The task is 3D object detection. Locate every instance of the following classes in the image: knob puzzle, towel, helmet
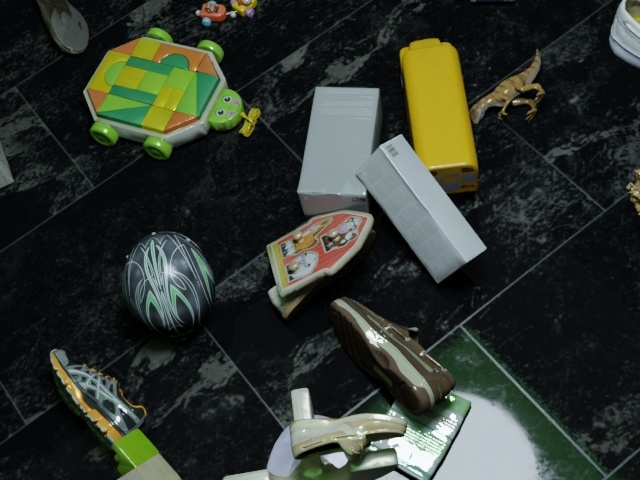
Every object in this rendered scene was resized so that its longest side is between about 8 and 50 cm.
[{"bbox_3d":[0.000,0.000,1.680,0.213,0.030,0.213,-23,30,14],"label":"knob puzzle"},{"bbox_3d":[0.156,0.295,1.562,0.113,0.023,0.152,27,65,19],"label":"towel"},{"bbox_3d":[-0.256,0.075,1.666,0.169,0.161,0.169,-4,60,6],"label":"helmet"}]

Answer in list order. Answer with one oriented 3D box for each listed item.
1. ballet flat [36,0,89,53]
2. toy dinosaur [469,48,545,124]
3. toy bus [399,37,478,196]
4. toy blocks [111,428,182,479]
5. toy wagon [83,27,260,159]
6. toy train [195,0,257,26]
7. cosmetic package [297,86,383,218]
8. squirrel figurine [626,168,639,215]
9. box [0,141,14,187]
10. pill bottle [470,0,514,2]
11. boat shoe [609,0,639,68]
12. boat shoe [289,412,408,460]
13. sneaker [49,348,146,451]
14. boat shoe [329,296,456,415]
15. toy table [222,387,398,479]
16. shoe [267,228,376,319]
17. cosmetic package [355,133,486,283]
[{"bbox_3d":[-0.559,-0.478,2.096,0.084,0.058,0.250,-10,58,-39],"label":"ballet flat"},{"bbox_3d":[0.370,-0.287,1.836,0.211,0.064,0.112,-38,61,-13],"label":"toy dinosaur"},{"bbox_3d":[0.209,-0.234,1.791,0.108,0.130,0.333,-7,60,4],"label":"toy bus"},{"bbox_3d":[-0.212,0.493,1.380,0.381,0.261,0.190,45,37,14],"label":"toy blocks"},{"bbox_3d":[-0.283,-0.284,1.930,0.344,0.068,0.267,16,64,17],"label":"toy wagon"},{"bbox_3d":[-0.189,-0.519,2.063,0.125,0.046,0.166,11,63,14],"label":"toy train"},{"bbox_3d":[0.040,-0.158,1.792,0.127,0.107,0.238,5,64,11],"label":"cosmetic package"},{"bbox_3d":[0.699,-0.034,1.565,0.397,0.281,0.370,16,74,33],"label":"squirrel figurine"},{"bbox_3d":[-0.731,-0.150,1.888,0.232,0.127,0.149,-25,60,-6],"label":"box"},{"bbox_3d":[0.329,-0.507,1.966,0.120,0.067,0.067,1,61,9],"label":"pill bottle"},{"bbox_3d":[0.696,-0.350,1.768,0.367,0.156,0.136,35,71,25],"label":"boat shoe"},{"bbox_3d":[0.040,0.280,1.383,0.170,0.063,0.059,-8,60,15],"label":"boat shoe"},{"bbox_3d":[-0.373,0.253,1.637,0.083,0.084,0.215,-35,64,-27],"label":"sneaker"},{"bbox_3d":[0.117,0.174,1.594,0.095,0.095,0.257,-26,51,-23],"label":"boat shoe"},{"bbox_3d":[-0.005,0.368,1.463,0.252,0.161,0.274,-20,58,-3],"label":"toy table"},{"bbox_3d":[0.003,0.044,1.694,0.219,0.076,0.058,-41,69,-12],"label":"shoe"},{"bbox_3d":[0.167,-0.053,1.660,0.060,0.099,0.239,-32,83,-36],"label":"cosmetic package"}]
